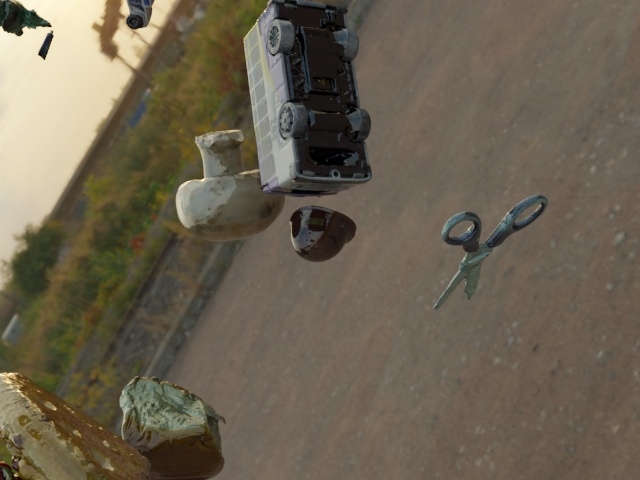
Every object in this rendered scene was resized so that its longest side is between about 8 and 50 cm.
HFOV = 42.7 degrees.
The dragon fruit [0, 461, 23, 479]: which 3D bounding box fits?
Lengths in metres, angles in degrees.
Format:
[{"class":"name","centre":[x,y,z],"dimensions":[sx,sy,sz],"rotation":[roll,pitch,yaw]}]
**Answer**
[{"class":"dragon fruit","centre":[-0.491,0.393,1.155],"dimensions":[0.167,0.160,0.172],"rotation":[-56,11,-21]}]

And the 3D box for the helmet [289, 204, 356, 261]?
[{"class":"helmet","centre":[0.000,0.000,2.070],"dimensions":[0.155,0.175,0.106],"rotation":[86,-169,-50]}]

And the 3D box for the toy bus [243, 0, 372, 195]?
[{"class":"toy bus","centre":[-0.040,-0.314,1.922],"dimensions":[0.249,0.209,0.440],"rotation":[-31,64,57]}]

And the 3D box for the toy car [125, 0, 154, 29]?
[{"class":"toy car","centre":[-0.409,-0.561,1.828],"dimensions":[0.080,0.070,0.171],"rotation":[-88,-6,-47]}]

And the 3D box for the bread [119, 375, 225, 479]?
[{"class":"bread","centre":[-0.381,0.500,2.116],"dimensions":[0.225,0.278,0.250],"rotation":[-86,-1,-47]}]

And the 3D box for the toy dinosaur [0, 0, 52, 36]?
[{"class":"toy dinosaur","centre":[-0.714,-0.486,1.719],"dimensions":[0.120,0.291,0.079],"rotation":[-118,39,-82]}]

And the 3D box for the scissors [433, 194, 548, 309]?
[{"class":"scissors","centre":[0.343,0.042,1.841],"dimensions":[0.384,0.255,0.029],"rotation":[107,144,-51]}]

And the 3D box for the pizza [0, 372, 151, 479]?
[{"class":"pizza","centre":[-0.369,0.313,1.202],"dimensions":[0.408,0.278,0.114],"rotation":[31,75,36]}]

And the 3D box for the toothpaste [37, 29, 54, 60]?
[{"class":"toothpaste","centre":[-0.706,-0.506,2.112],"dimensions":[0.019,0.027,0.083],"rotation":[5,70,35]}]

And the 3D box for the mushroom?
[{"class":"mushroom","centre":[-0.243,-0.145,2.161],"dimensions":[0.297,0.297,0.290],"rotation":[-174,76,-74]}]
